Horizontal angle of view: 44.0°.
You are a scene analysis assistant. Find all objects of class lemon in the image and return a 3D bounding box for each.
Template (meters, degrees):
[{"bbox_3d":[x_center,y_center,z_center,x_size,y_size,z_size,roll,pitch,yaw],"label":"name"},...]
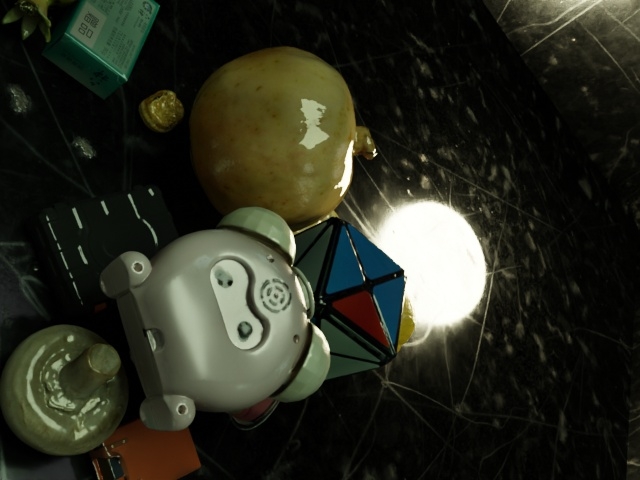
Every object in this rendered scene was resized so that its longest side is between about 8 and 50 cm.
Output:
[{"bbox_3d":[0.165,0.190,1.947,0.142,0.142,0.187,11,70,-46],"label":"lemon"}]

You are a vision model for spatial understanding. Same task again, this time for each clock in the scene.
[{"bbox_3d":[-0.159,0.127,1.311,0.325,0.184,0.342,-15,91,-34],"label":"clock"}]

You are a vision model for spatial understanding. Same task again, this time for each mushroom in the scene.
[{"bbox_3d":[-0.383,0.224,1.239,0.207,0.215,0.207,25,49,-33],"label":"mushroom"}]

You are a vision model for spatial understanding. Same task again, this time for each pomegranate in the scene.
[{"bbox_3d":[-0.078,-0.211,1.680,0.411,0.411,0.411,25,54,-40],"label":"pomegranate"},{"bbox_3d":[-0.516,-0.480,1.500,0.156,0.156,0.220,3,82,-48],"label":"pomegranate"}]

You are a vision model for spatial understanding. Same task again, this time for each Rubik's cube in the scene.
[{"bbox_3d":[0.013,0.134,1.716,0.246,0.250,0.248,40,48,-29],"label":"Rubik's cube"}]

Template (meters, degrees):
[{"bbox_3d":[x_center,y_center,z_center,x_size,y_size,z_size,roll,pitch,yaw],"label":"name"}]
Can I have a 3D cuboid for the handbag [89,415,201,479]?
[{"bbox_3d":[-0.307,0.372,1.379,0.190,0.063,0.127,-13,82,-55],"label":"handbag"}]

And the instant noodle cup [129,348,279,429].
[{"bbox_3d":[-0.205,0.198,1.471,0.255,0.244,0.244,29,51,-28],"label":"instant noodle cup"}]

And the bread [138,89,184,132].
[{"bbox_3d":[-0.335,-0.274,1.684,0.083,0.044,0.111,57,37,-13],"label":"bread"}]

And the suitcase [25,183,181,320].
[{"bbox_3d":[-0.381,0.014,1.467,0.285,0.066,0.206,-21,88,-51],"label":"suitcase"}]

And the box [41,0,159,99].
[{"bbox_3d":[-0.439,-0.428,1.606,0.153,0.092,0.245,37,46,-30],"label":"box"}]

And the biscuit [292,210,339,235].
[{"bbox_3d":[0.001,0.000,1.941,0.220,0.033,0.220,26,52,-39],"label":"biscuit"}]
